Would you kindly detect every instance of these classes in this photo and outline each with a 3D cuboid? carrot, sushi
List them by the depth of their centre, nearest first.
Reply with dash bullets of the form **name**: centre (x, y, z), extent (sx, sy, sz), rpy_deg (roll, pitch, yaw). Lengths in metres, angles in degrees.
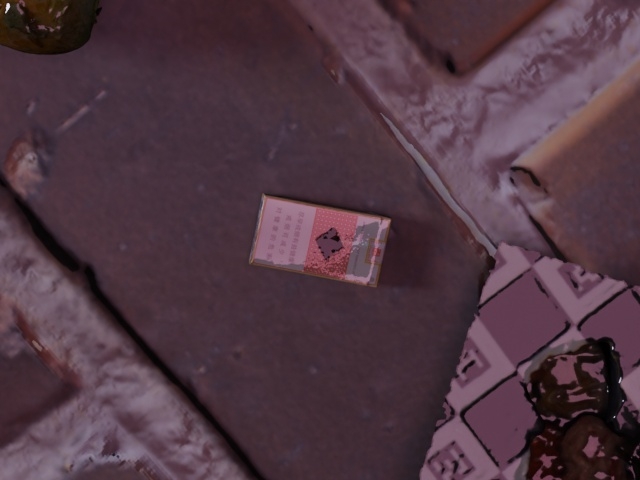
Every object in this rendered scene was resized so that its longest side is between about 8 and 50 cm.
- **carrot**: centre (-0.268, -0.180, 1.105), extent (0.298, 0.078, 0.078), rpy_deg (19, 96, -7)
- **sushi**: centre (0.175, 0.140, 1.249), extent (0.219, 0.047, 0.231), rpy_deg (19, 92, -8)

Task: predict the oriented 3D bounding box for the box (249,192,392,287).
- **box**: centre (0.000, 0.000, 1.208), extent (0.083, 0.012, 0.046), rpy_deg (10, 97, -12)
